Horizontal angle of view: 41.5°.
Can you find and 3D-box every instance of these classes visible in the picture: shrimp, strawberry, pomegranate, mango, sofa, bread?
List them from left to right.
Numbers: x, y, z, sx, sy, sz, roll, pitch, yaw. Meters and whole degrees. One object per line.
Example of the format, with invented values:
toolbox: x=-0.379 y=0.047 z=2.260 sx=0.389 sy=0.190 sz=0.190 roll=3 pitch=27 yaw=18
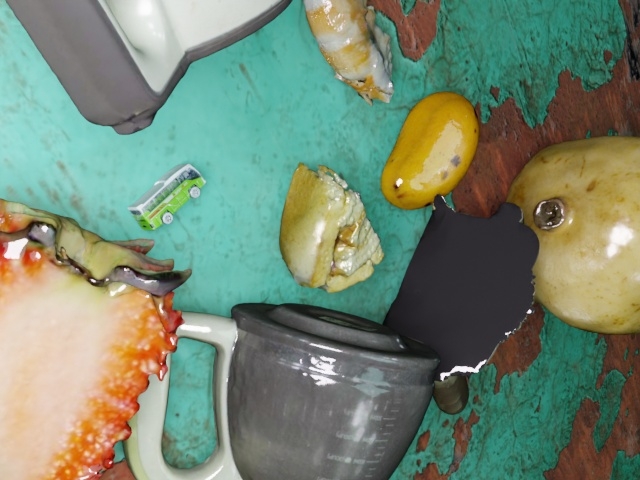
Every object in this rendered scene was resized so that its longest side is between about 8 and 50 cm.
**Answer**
strawberry: x=-0.269 y=0.105 z=0.752 sx=0.233 sy=0.137 sz=0.306 roll=20 pitch=109 yaw=-28
bread: x=-0.004 y=-0.003 z=1.012 sx=0.110 sy=0.103 sz=0.156 roll=-42 pitch=121 yaw=-18
shrimp: x=0.043 y=-0.326 z=1.028 sx=0.185 sy=0.068 sz=0.287 roll=22 pitch=72 yaw=-50
mango: x=0.153 y=-0.117 z=1.151 sx=0.115 sy=0.090 sz=0.178 roll=32 pitch=78 yaw=-33
sofa: x=0.199 y=0.095 z=1.134 sx=0.258 sy=0.182 sz=0.200 roll=-62 pitch=158 yaw=-18
pomegranate: x=0.437 y=-0.018 z=1.308 sx=0.333 sy=0.333 sz=0.332 roll=-11 pitch=106 yaw=-45

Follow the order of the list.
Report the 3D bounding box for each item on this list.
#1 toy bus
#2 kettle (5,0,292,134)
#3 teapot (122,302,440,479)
toy bus: x=-0.159 y=-0.046 z=0.883 sx=0.083 sy=0.031 sz=0.037 roll=-48 pitch=119 yaw=-29
kettle: x=-0.177 y=-0.304 z=0.616 sx=0.361 sy=0.250 sz=0.376 roll=-88 pitch=161 yaw=-55
teapot: x=-0.034 y=0.194 z=0.910 sx=0.322 sy=0.240 sz=0.239 roll=13 pitch=91 yaw=-47
